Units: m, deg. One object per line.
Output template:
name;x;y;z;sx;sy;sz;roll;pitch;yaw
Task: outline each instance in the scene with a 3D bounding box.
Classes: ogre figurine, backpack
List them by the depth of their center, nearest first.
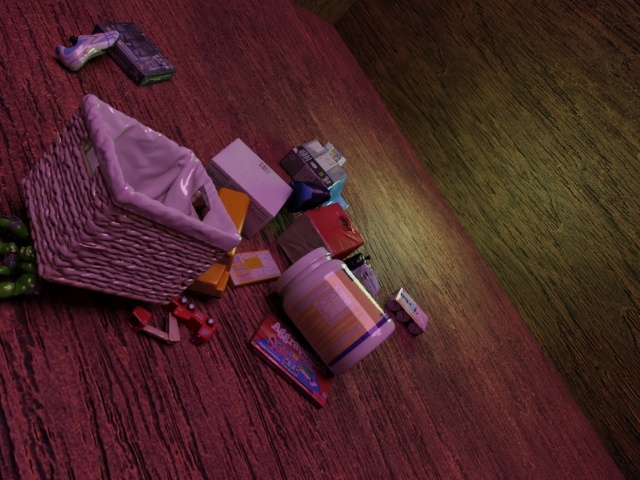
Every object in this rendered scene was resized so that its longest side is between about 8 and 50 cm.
ogre figurine;-0.611;0.039;0.904;0.118;0.096;0.197;11;31;-22
backpack;0.141;0.154;1.682;0.181;0.152;0.115;59;36;-10

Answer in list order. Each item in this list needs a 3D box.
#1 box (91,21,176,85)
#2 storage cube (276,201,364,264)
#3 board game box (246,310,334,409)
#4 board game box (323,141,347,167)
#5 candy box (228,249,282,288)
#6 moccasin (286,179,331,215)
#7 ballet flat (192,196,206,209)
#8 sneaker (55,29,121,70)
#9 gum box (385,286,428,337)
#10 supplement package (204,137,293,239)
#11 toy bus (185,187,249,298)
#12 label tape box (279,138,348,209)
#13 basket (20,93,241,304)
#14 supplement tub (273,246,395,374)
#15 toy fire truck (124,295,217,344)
box;-0.656;-0.665;1.598;0.232;0.059;0.183;47;32;-6
storage cube;0.000;0.000;1.588;0.193;0.215;0.183;-21;75;-51
board game box;-0.077;0.344;1.306;0.281;0.027;0.145;44;31;-10
board game box;0.051;-0.404;2.227;0.136;0.035;0.201;45;32;-8
candy box;-0.216;0.085;1.399;0.206;0.027;0.105;-6;62;-53
moccasin;-0.048;-0.147;1.628;0.117;0.137;0.342;3;9;-15
ballet flat;-0.456;-0.226;1.332;0.342;0.124;0.116;39;33;-17
sneaker;-0.720;-0.615;1.409;0.086;0.085;0.237;56;42;-26
gum box;0.356;0.293;1.860;0.188;0.062;0.107;49;32;-3
supplement package;-0.257;-0.175;1.506;0.262;0.145;0.204;44;33;-11
toy bus;-0.286;0.003;1.274;0.108;0.130;0.332;16;40;-10
label tape box;0.010;-0.271;1.974;0.333;0.106;0.240;49;32;-2
basket;-0.413;-0.071;0.995;0.331;0.266;0.328;27;24;-55
supplement tub;0.037;0.209;1.368;0.331;0.241;0.241;51;31;11
toy fire truck;-0.354;0.202;1.089;0.192;0.047;0.135;43;33;-13
